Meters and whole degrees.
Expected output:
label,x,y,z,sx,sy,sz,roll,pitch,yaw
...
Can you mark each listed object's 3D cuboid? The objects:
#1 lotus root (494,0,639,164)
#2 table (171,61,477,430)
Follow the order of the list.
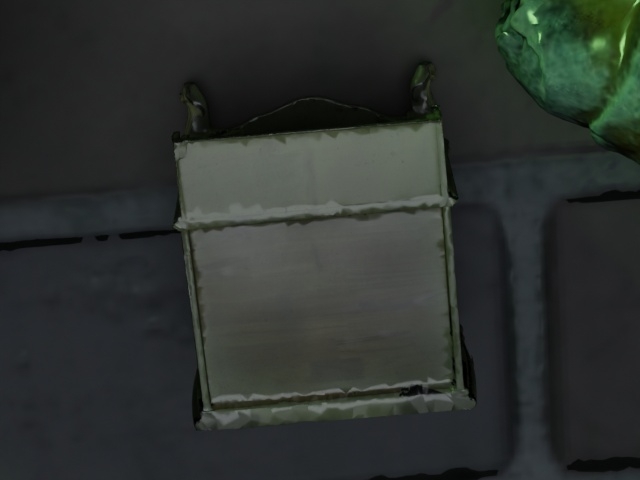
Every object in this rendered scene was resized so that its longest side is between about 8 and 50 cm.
label,x,y,z,sx,sy,sz,roll,pitch,yaw
lotus root,0.207,-0.028,0.483,0.322,0.158,0.140,-3,90,6
table,0.000,0.000,0.534,0.079,0.062,0.083,-5,109,1
